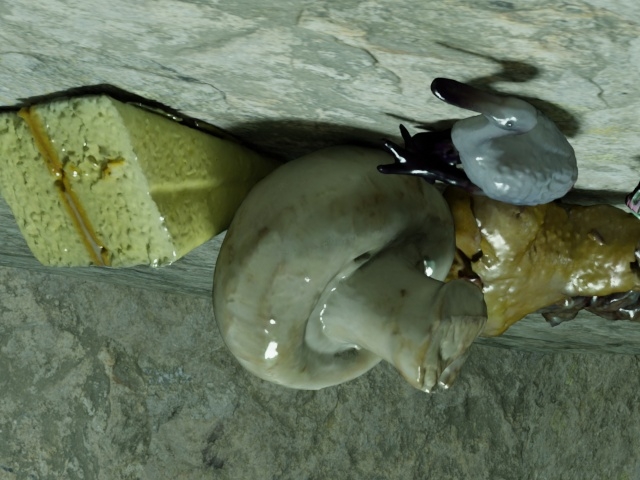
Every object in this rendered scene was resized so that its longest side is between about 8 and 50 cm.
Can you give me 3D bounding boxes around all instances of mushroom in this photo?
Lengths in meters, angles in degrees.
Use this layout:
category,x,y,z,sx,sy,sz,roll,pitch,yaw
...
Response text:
category,x,y,z,sx,sy,sz,roll,pitch,yaw
mushroom,0.035,0.053,1.502,0.298,0.297,0.290,15,-158,-47

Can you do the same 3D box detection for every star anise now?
category,x,y,z,sx,sy,sz,roll,pitch,yaw
star anise,0.409,0.075,2.139,0.315,0.108,0.315,4,165,1

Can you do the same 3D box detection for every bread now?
category,x,y,z,sx,sy,sz,roll,pitch,yaw
bread,-0.200,-0.106,1.643,0.346,0.242,0.405,-4,-160,38

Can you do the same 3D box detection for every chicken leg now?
category,x,y,z,sx,sy,sz,roll,pitch,yaw
chicken leg,0.273,0.003,1.619,0.410,0.182,0.295,-2,153,26

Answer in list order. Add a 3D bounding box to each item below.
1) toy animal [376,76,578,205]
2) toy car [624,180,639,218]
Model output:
category,x,y,z,sx,sy,sz,roll,pitch,yaw
toy animal,0.165,-0.081,1.258,0.195,0.090,0.324,7,174,-6
toy car,0.363,-0.049,1.451,0.055,0.069,0.142,47,-166,28
